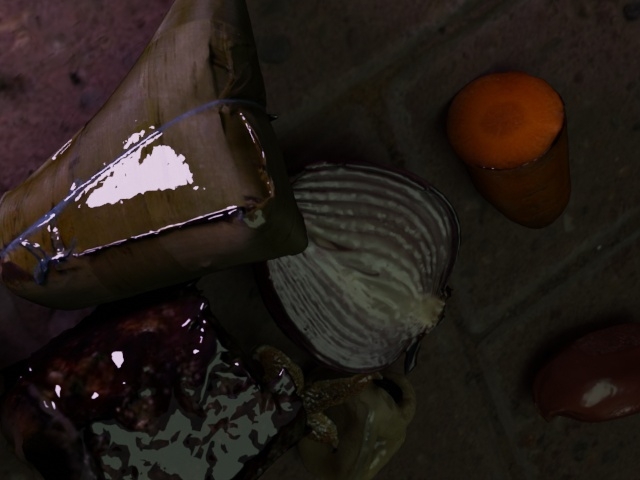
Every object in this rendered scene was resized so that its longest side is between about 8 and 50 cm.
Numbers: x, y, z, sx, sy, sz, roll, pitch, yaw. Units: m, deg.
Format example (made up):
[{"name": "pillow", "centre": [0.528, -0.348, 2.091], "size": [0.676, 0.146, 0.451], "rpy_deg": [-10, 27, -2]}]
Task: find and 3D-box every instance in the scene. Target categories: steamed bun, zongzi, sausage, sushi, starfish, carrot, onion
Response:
[{"name": "steamed bun", "centre": [0.062, 0.244, 2.102], "size": [0.155, 0.141, 0.172], "rpy_deg": [-15, 127, -43]}, {"name": "zongzi", "centre": [-0.220, -0.127, 1.704], "size": [0.356, 0.393, 0.174], "rpy_deg": [-17, 162, 16]}, {"name": "sausage", "centre": [0.449, 0.207, 2.329], "size": [0.254, 0.148, 0.148], "rpy_deg": [-11, 121, -28]}, {"name": "sushi", "centre": [-0.210, 0.202, 1.772], "size": [0.294, 0.299, 0.281], "rpy_deg": [-39, 116, -14]}, {"name": "starfish", "centre": [-0.072, 0.217, 1.997], "size": [0.231, 0.048, 0.295], "rpy_deg": [36, 125, -25]}, {"name": "carrot", "centre": [0.277, -0.103, 2.044], "size": [0.159, 0.159, 0.225], "rpy_deg": [-42, 141, -7]}, {"name": "onion", "centre": [0.000, 0.000, 1.905], "size": [0.349, 0.159, 0.267], "rpy_deg": [35, 83, -23]}]
